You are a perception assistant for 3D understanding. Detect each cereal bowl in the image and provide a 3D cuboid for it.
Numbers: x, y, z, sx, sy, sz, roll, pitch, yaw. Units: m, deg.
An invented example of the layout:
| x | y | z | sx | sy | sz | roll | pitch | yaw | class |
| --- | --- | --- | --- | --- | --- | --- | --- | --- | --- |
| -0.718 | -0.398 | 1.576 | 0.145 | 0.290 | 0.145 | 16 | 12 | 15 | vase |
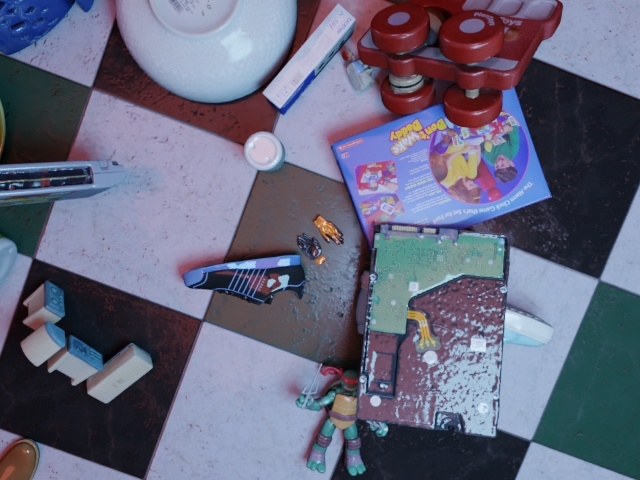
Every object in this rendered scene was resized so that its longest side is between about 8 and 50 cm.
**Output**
| x | y | z | sx | sy | sz | roll | pitch | yaw | class |
| --- | --- | --- | --- | --- | --- | --- | --- | --- | --- |
| -0.209 | -0.427 | 1.055 | 0.339 | 0.141 | 0.338 | 0 | 95 | -1 | cereal bowl |

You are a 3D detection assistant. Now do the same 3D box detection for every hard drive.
| x | y | z | sx | sy | sz | roll | pitch | yaw | class |
| --- | --- | --- | --- | --- | --- | --- | --- | --- | --- |
| 0.193 | 0.148 | 1.016 | 0.237 | 0.064 | 0.338 | 4 | 84 | 9 | hard drive |

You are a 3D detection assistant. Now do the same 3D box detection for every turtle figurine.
| x | y | z | sx | sy | sz | roll | pitch | yaw | class |
| --- | --- | --- | --- | --- | --- | --- | --- | --- | --- |
| 0.045 | 0.335 | 1.131 | 0.176 | 0.118 | 0.234 | 12 | 110 | 11 | turtle figurine |

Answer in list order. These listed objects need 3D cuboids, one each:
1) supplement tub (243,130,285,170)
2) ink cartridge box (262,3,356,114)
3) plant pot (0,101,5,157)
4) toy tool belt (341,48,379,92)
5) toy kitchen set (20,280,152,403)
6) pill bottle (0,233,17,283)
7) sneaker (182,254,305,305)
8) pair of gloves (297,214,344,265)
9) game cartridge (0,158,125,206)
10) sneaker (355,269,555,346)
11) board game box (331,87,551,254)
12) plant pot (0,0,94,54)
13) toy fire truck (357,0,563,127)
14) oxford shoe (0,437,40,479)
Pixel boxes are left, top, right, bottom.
| x | y | z | sx | sy | sz | roll | pitch | yaw | class |
| --- | --- | --- | --- | --- | --- | --- | --- | --- | --- |
| -0.102 | -0.163 | 1.092 | 0.071 | 0.107 | 0.070 | 0 | 94 | 0 | supplement tub |
| -0.020 | -0.328 | 1.084 | 0.046 | 0.097 | 0.207 | 41 | 94 | -3 | ink cartridge box |
| -0.776 | -0.214 | 1.031 | 0.294 | 0.275 | 0.274 | 15 | 95 | 16 | plant pot |
| 0.077 | -0.326 | 1.114 | 0.051 | 0.052 | 0.083 | -30 | 98 | -29 | toy tool belt |
| -0.452 | 0.181 | 1.144 | 0.122 | 0.166 | 0.207 | -37 | 130 | 3 | toy kitchen set |
| -0.712 | 0.001 | 1.089 | 0.246 | 0.136 | 0.136 | 30 | 94 | -2 | pill bottle |
| -0.145 | 0.084 | 1.125 | 0.233 | 0.081 | 0.090 | -7 | 88 | -1 | sneaker |
| 0.000 | 0.000 | 1.154 | 0.074 | 0.010 | 0.083 | 44 | 96 | -5 | pair of gloves |
| -0.510 | -0.094 | 1.007 | 0.294 | 0.196 | 0.060 | -10 | 96 | -36 | game cartridge |
| 0.243 | 0.165 | 1.115 | 0.366 | 0.135 | 0.150 | 14 | 96 | 10 | sneaker |
| 0.221 | -0.131 | 1.110 | 0.347 | 0.078 | 0.233 | -20 | 94 | 1 | board game box |
| -0.536 | -0.489 | 1.008 | 0.212 | 0.236 | 0.235 | -26 | 95 | -5 | plant pot |
| 0.234 | -0.352 | 1.030 | 0.302 | 0.169 | 0.253 | 20 | 59 | 29 | toy fire truck |
| -0.632 | 0.488 | 1.162 | 0.076 | 0.076 | 0.212 | 35 | 92 | -1 | oxford shoe |
